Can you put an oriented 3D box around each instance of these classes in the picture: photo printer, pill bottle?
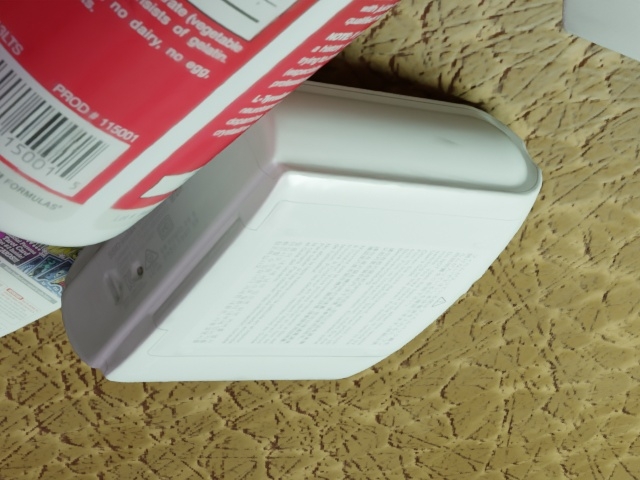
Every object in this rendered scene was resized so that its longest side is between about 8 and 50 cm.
[{"bbox_3d":[0.000,0.000,1.305,0.307,0.107,0.256,3,140,-44],"label":"photo printer"},{"bbox_3d":[-0.058,-0.192,0.966,0.407,0.229,0.229,-38,138,28],"label":"pill bottle"}]

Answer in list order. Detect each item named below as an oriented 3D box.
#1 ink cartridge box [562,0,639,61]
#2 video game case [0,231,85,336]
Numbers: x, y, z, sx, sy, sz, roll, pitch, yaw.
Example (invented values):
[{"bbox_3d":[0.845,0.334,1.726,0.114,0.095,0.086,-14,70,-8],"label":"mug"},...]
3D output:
[{"bbox_3d":[0.276,-0.200,1.078,0.261,0.066,0.296,24,151,22],"label":"ink cartridge box"},{"bbox_3d":[-0.229,-0.027,1.284,0.210,0.042,0.232,-27,142,17],"label":"video game case"}]
